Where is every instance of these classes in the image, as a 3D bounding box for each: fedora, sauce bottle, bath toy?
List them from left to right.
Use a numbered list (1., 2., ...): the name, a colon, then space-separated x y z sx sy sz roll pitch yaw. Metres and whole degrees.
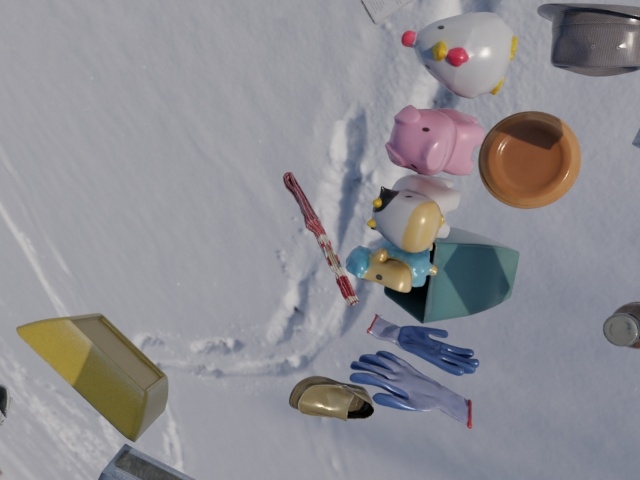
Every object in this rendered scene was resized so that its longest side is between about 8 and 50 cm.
1. bath toy: 0.129 -0.109 0.717 0.129 0.151 0.348 13 114 -3
2. fedora: 0.602 -0.428 1.249 0.276 0.244 0.124 11 101 14
3. sauce bottle: 0.745 0.195 1.339 0.111 0.344 0.111 -4 85 43

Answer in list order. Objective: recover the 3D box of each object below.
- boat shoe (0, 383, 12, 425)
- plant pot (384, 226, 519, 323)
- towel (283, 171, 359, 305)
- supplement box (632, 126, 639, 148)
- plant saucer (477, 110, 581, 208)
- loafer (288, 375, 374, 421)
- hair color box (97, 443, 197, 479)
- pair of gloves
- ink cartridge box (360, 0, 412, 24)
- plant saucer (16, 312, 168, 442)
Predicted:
1. boat shoe: -0.421 0.213 0.715 0.083 0.076 0.226 54 156 -18
2. plant pot: 0.283 0.059 1.197 0.166 0.234 0.165 -141 54 -63
3. towel: 0.000 0.000 1.504 0.329 0.037 0.237 63 179 -40
4. supplement box: 0.577 -0.216 0.832 0.114 0.220 0.111 24 -174 -16
5. plant saucer: 0.421 -0.163 1.159 0.200 0.037 0.199 1 95 16
6. loafer: 0.023 0.237 0.852 0.050 0.148 0.056 20 98 56
7. hair color box: -0.393 0.612 1.112 0.185 0.113 0.374 27 99 0
8. pair of gloves: 0.125 0.160 0.737 0.159 0.198 0.023 22 116 7
9. ink cartridge box: 0.258 -0.570 1.143 0.330 0.324 0.071 -26 109 27
10. plant saucer: -0.476 0.275 1.298 0.333 0.081 0.333 44 173 0
